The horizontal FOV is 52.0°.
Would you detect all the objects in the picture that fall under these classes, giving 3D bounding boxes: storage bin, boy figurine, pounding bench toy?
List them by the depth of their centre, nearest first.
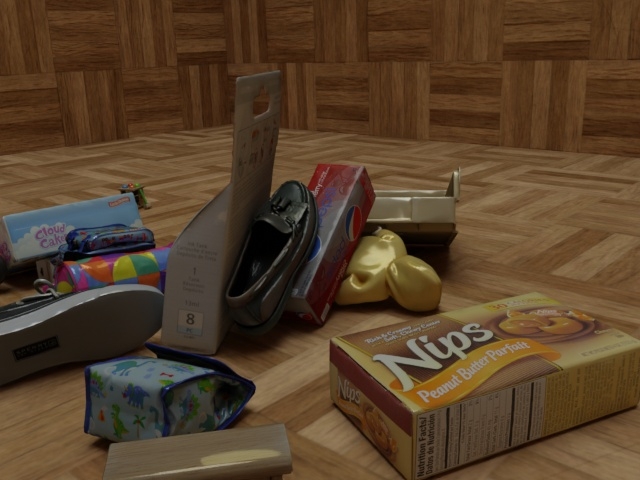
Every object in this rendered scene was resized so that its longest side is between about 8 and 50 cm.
[{"bbox_3d":[0.080,0.044,1.104,0.285,0.092,0.177,11,49,32],"label":"boy figurine"},{"bbox_3d":[0.131,-0.063,1.285,0.262,0.123,0.260,1,-7,7],"label":"storage bin"},{"bbox_3d":[-0.503,-0.122,1.800,0.083,0.065,0.052,5,18,21],"label":"pounding bench toy"}]

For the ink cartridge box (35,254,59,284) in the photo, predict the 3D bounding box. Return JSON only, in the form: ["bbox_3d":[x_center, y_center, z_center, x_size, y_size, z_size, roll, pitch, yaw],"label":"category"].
[{"bbox_3d":[-0.487,0.053,1.238,0.083,0.048,0.028,-18,22,-40],"label":"ink cartridge box"}]

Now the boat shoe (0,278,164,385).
[{"bbox_3d":[-0.368,0.116,0.905,0.306,0.113,0.105,-21,38,-25],"label":"boat shoe"}]

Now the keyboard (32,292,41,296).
[{"bbox_3d":[-0.388,0.111,1.104,0.255,0.014,0.072,3,12,14],"label":"keyboard"}]

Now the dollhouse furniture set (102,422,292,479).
[{"bbox_3d":[-0.064,0.257,0.291,0.303,0.174,0.355,-5,17,-9],"label":"dollhouse furniture set"}]

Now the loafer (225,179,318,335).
[{"bbox_3d":[-0.070,0.006,0.971,0.096,0.084,0.268,-1,54,24],"label":"loafer"}]

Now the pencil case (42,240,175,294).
[{"bbox_3d":[-0.316,0.062,1.068,0.236,0.105,0.104,-10,17,-43],"label":"pencil case"}]

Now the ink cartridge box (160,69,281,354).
[{"bbox_3d":[-0.145,-0.066,1.008,0.091,0.385,0.308,9,17,5],"label":"ink cartridge box"}]

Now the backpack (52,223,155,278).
[{"bbox_3d":[-0.394,0.032,1.180,0.158,0.117,0.173,-9,12,-43],"label":"backpack"}]

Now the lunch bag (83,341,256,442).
[{"bbox_3d":[-0.167,0.172,0.743,0.128,0.096,0.151,6,4,32],"label":"lunch bag"}]

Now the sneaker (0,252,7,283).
[{"bbox_3d":[-0.712,0.028,1.234,0.313,0.116,0.136,2,16,13],"label":"sneaker"}]

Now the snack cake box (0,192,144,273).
[{"bbox_3d":[-0.507,-0.013,1.305,0.264,0.089,0.152,-17,-1,-43],"label":"snack cake box"}]

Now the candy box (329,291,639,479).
[{"bbox_3d":[0.189,0.152,0.763,0.316,0.088,0.183,-10,18,-23],"label":"candy box"}]

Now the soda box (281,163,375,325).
[{"bbox_3d":[0.000,0.000,1.059,0.092,0.083,0.263,7,56,30],"label":"soda box"}]
